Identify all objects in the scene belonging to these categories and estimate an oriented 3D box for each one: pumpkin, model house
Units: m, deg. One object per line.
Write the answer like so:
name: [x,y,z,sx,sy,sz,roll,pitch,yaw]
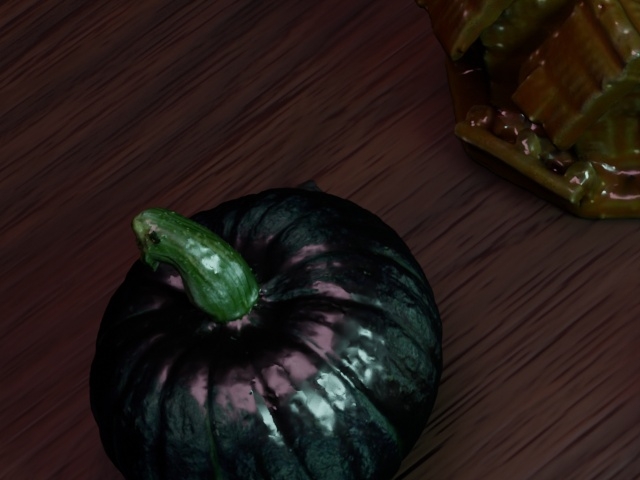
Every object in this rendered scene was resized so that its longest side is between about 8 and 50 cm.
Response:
pumpkin: [-0.049,0.064,1.004,0.248,0.248,0.248,-8,56,12]
model house: [0.175,-0.150,1.092,0.220,0.229,0.199,-11,49,12]

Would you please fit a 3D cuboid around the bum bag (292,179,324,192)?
bum bag: [-0.001,-0.001,1.162,0.058,0.034,0.124,-46,55,2]
